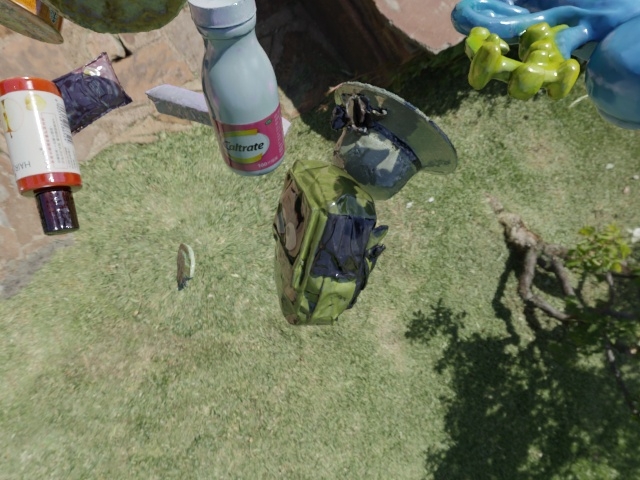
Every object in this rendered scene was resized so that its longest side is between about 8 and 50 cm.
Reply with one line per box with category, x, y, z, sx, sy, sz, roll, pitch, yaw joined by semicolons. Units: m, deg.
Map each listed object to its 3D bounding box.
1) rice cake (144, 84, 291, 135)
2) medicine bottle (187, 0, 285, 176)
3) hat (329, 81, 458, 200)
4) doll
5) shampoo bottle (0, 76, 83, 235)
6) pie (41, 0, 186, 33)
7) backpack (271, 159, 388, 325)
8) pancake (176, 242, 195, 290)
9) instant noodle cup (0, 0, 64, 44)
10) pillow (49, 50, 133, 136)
rice cake;-0.263;-0.325;1.052;0.398;0.064;0.070;19;54;12
medicine bottle;-0.097;-0.183;0.493;0.090;0.217;0.091;-2;53;2
hat;0.098;-0.144;0.722;0.257;0.257;0.130;35;87;-12
doll;0.308;-0.198;0.416;0.345;0.099;0.342;0;44;4
shampoo bottle;-0.510;-0.147;0.755;0.104;0.104;0.279;-14;90;-16
pie;-0.347;-0.435;0.631;0.301;0.302;0.067;-7;78;-16
backpack;0.000;0.012;0.645;0.139;0.207;0.254;3;119;-22
pancake;-0.345;0.064;1.028;0.022;0.129;0.116;3;76;-35
instant noodle cup;-0.679;-0.591;0.916;0.230;0.230;0.183;18;88;-15
pillow;-0.507;-0.309;0.873;0.185;0.043;0.118;-42;125;-25
